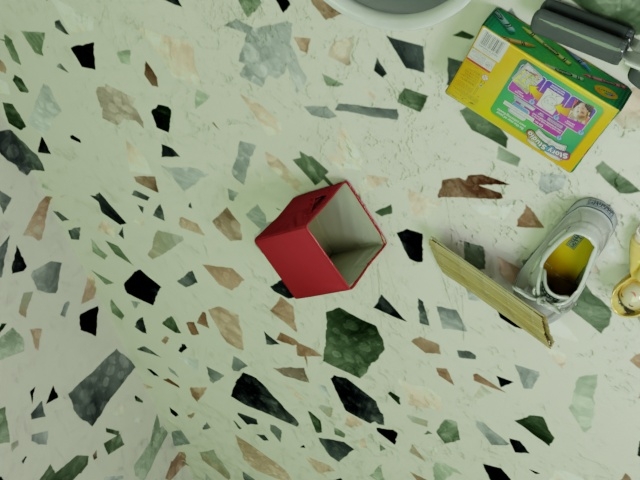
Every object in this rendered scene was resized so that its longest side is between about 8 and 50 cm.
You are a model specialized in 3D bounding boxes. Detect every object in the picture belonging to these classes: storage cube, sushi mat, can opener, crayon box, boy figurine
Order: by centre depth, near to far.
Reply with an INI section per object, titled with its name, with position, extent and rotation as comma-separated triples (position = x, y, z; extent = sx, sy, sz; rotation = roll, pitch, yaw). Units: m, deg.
[can opener]
position = 0.479, -0.310, 1.405
extent = 0.280, 0.074, 0.093
rotation = 29, 140, 13
[crayon box]
position = 0.382, -0.265, 1.518
extent = 0.278, 0.081, 0.165
rotation = 34, 141, 7
[boy figurine]
position = 0.641, 0.049, 1.592
extent = 0.177, 0.092, 0.285
rotation = 50, 142, 11
[sushi mat]
position = 0.361, 0.108, 1.820
extent = 0.316, 0.019, 0.151
rotation = 38, 169, 34
[storage cube]
position = 0.000, 0.000, 1.986
extent = 0.193, 0.183, 0.215
rotation = -15, 117, 46

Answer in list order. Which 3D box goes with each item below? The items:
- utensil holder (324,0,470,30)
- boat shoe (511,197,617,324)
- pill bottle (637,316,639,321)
[utensil holder]
position = 0.167, -0.529, 1.201
extent = 0.328, 0.385, 0.327
rotation = 22, 138, 21
[boat shoe]
position = 0.472, 0.087, 1.717
extent = 0.136, 0.156, 0.367
rotation = 33, 140, 9
[pill bottle]
position = 0.705, 0.187, 1.684
extent = 0.160, 0.087, 0.087
rotation = 50, 140, -13
